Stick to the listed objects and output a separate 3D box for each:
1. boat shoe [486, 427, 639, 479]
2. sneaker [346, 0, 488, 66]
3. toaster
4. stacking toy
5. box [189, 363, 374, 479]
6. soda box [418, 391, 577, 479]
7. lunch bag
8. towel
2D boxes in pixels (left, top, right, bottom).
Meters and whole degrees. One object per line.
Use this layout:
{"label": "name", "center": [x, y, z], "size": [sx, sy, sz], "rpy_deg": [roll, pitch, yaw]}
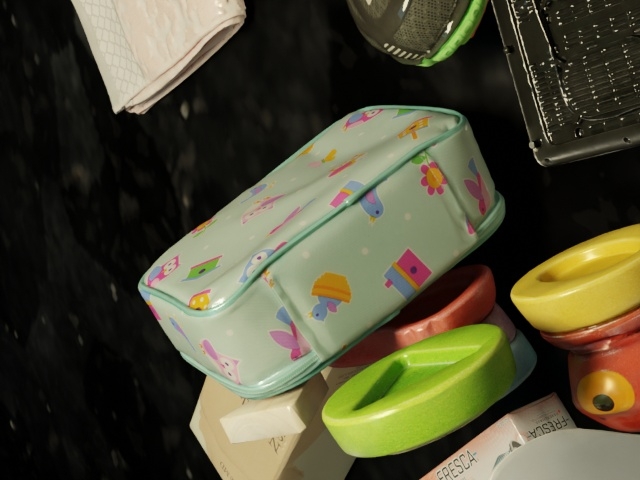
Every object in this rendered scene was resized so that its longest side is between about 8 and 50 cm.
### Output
{"label": "boat shoe", "center": [0.206, 0.161, 0.787], "size": [0.076, 0.228, 0.080], "rpy_deg": [114, 140, -58]}
{"label": "sneaker", "center": [-0.018, -0.344, 0.886], "size": [0.185, 0.202, 0.482], "rpy_deg": [-31, 79, 57]}
{"label": "toaster", "center": [0.203, -0.148, 0.739], "size": [0.186, 0.110, 0.168], "rpy_deg": [-14, 94, 57]}
{"label": "stacking toy", "center": [0.107, 0.118, 0.872], "size": [0.309, 0.279, 0.130], "rpy_deg": [-16, 103, 56]}
{"label": "box", "center": [-0.019, 0.132, 1.188], "size": [0.148, 0.121, 0.311], "rpy_deg": [51, 141, 28]}
{"label": "soda box", "center": [0.151, 0.199, 1.030], "size": [0.063, 0.058, 0.183], "rpy_deg": [60, 146, 17]}
{"label": "lunch bag", "center": [0.000, 0.000, 0.960], "size": [0.108, 0.279, 0.224], "rpy_deg": [59, 161, -17]}
{"label": "towel", "center": [-0.213, -0.334, 1.316], "size": [0.317, 0.053, 0.332], "rpy_deg": [-27, 84, 57]}
